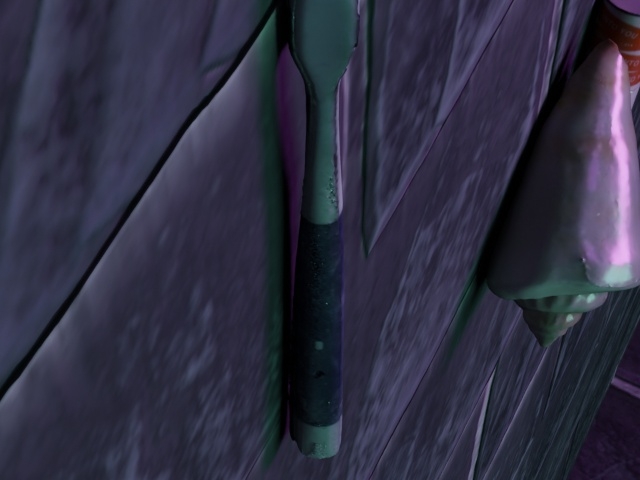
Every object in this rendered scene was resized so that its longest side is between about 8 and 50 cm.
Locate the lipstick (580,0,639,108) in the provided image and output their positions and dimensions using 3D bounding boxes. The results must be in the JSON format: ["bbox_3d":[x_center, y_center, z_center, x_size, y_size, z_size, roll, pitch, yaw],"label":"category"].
[{"bbox_3d":[0.175,-0.093,1.082,0.038,0.038,0.130,-51,159,-49],"label":"lipstick"}]

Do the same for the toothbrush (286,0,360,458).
[{"bbox_3d":[0.000,0.000,0.597,0.288,0.024,0.026,91,11,-55],"label":"toothbrush"}]

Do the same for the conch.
[{"bbox_3d":[0.144,-0.026,1.037,0.104,0.094,0.176,-7,92,-60],"label":"conch"}]
